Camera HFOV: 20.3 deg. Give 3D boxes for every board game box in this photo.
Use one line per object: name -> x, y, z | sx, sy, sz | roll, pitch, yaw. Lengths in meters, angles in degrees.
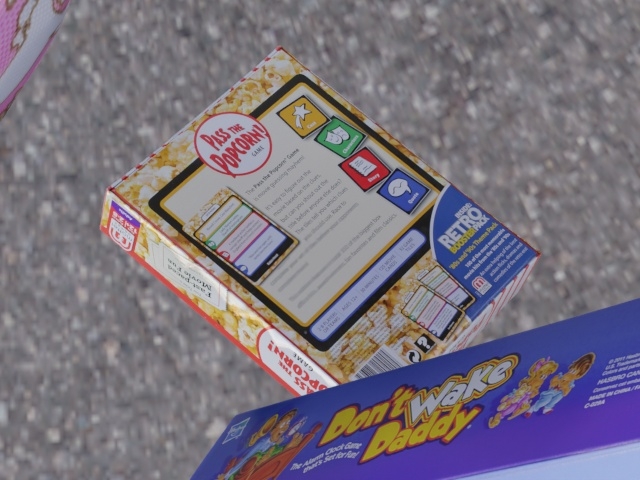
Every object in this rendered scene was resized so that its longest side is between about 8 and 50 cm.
board game box -> 0.121, 0.143, 0.674 | 0.233, 0.078, 0.347 | 48, 143, -17
board game box -> 0.000, 0.000, 0.977 | 0.193, 0.147, 0.045 | 40, 149, 12

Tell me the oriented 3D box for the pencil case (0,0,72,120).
pencil case -> -0.064, -0.202, 0.447 | 0.160, 0.167, 0.386 | 33, 89, -2
